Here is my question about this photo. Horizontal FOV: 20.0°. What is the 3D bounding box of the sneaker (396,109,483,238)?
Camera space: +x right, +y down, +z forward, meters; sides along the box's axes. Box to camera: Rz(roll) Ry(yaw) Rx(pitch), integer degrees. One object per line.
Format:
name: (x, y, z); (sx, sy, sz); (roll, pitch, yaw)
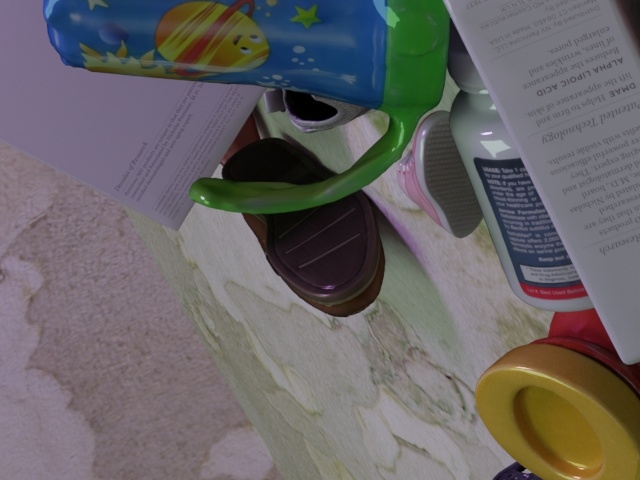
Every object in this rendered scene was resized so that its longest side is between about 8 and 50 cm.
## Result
sneaker: (0.084, -0.062, 1.414); (0.070, 0.051, 0.134); (43, 165, 36)

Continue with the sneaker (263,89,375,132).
sneaker: (-0.003, -0.137, 1.424); (0.105, 0.115, 0.281); (59, 167, -1)

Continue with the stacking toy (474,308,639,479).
stacking toy: (0.276, 0.161, 1.192); (0.280, 0.130, 0.309); (11, 140, 38)

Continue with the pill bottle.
pill bottle: (0.138, -0.057, 1.091); (0.108, 0.108, 0.180); (39, 156, 57)

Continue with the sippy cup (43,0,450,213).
sippy cup: (-0.047, -0.185, 1.044); (0.240, 0.224, 0.305); (89, 177, -69)

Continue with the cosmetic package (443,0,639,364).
cosmetic package: (0.152, -0.064, 0.959); (0.231, 0.086, 0.117); (59, -158, -20)

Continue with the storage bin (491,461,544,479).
storage bin: (0.224, 0.244, 1.428); (0.180, 0.122, 0.084); (65, 166, -25)

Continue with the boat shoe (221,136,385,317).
boat shoe: (0.000, 0.000, 1.792); (0.104, 0.111, 0.307); (62, 177, -33)

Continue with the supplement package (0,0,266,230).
supplement package: (-0.221, -0.172, 1.679); (0.293, 0.175, 0.177); (27, -164, -20)

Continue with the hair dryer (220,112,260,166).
hair dryer: (-0.138, -0.192, 1.982); (0.293, 0.080, 0.223); (61, -176, 17)
